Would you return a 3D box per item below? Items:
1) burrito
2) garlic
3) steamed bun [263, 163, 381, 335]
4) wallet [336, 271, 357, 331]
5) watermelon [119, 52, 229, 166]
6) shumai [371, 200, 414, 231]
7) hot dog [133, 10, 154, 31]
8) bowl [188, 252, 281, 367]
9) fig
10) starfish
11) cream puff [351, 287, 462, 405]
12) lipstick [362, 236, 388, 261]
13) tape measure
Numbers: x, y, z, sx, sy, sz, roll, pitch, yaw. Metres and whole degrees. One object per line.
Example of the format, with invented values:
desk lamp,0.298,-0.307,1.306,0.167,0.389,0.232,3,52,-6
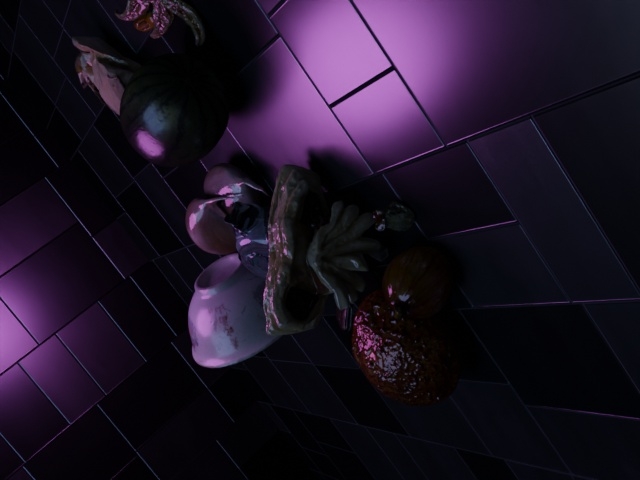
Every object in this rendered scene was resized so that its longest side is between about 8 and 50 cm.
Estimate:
burrito,-0.633,-0.506,2.225,0.331,0.135,0.190,39,150,25
garlic,-0.285,-0.086,2.133,0.246,0.231,0.340,47,161,12
steamed bun,0.001,0.030,1.762,0.247,0.428,0.189,10,173,-23
wallet,0.064,0.115,1.902,0.122,0.031,0.232,-133,46,-73
watermelon,-0.383,-0.333,1.880,0.279,0.279,0.359,53,154,-7
shumai,0.161,-0.043,1.629,0.083,0.080,0.082,14,140,48
hot dog,-0.478,-0.597,1.970,0.137,0.028,0.044,7,139,54
bowl,-0.257,0.165,2.189,0.434,0.435,0.196,7,134,55
fig,0.206,0.119,1.635,0.175,0.207,0.175,29,152,17
starfish,-0.417,-0.592,1.777,0.326,0.094,0.375,26,167,11
cream puff,0.208,0.283,1.843,0.350,0.228,0.350,40,156,22
lipstick,0.116,0.010,1.837,0.129,0.030,0.030,32,150,38
tape measure,-0.118,0.021,2.010,0.274,0.147,0.256,14,150,14
